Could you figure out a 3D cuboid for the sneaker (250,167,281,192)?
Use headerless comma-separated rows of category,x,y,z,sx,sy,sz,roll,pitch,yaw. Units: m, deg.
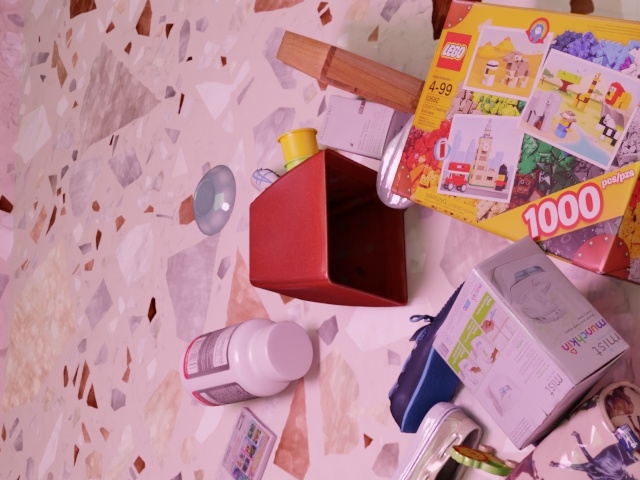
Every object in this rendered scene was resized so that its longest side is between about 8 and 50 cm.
sneaker,-0.101,-0.109,2.276,0.237,0.085,0.086,25,78,50

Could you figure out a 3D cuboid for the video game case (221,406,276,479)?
video game case,-0.169,0.492,2.250,0.143,0.019,0.157,32,104,50

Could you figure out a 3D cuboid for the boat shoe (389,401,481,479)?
boat shoe,0.192,0.442,1.741,0.094,0.109,0.302,29,100,49

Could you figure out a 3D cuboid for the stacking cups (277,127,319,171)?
stacking cups,-0.012,-0.089,2.138,0.096,0.096,0.316,-26,75,45

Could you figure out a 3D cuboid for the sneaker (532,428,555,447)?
sneaker,0.340,0.267,1.649,0.082,0.069,0.209,100,149,-58

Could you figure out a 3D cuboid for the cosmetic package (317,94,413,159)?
cosmetic package,0.100,-0.237,2.066,0.231,0.085,0.117,19,95,51

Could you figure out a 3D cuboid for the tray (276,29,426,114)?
tray,0.050,-0.346,1.956,0.411,0.203,0.076,-129,58,-69

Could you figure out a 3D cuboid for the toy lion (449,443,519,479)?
toy lion,0.276,0.379,1.656,0.100,0.096,0.034,23,98,48

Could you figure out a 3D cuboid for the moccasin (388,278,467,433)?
moccasin,0.205,0.198,1.770,0.342,0.138,0.117,-60,37,20

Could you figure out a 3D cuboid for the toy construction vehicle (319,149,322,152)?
toy construction vehicle,-0.013,-0.170,2.236,0.098,0.035,0.085,0,91,54

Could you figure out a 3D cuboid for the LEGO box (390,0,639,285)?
LEGO box,0.389,-0.175,1.596,0.500,0.193,0.372,26,101,51

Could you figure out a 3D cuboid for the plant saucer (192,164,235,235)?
plant saucer,-0.296,-0.111,2.566,0.195,0.037,0.194,-20,64,48

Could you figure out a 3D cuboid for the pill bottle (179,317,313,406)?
pill bottle,-0.167,0.273,2.180,0.319,0.176,0.176,-20,65,47

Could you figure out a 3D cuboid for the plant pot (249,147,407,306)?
plant pot,0.000,0.000,1.937,0.236,0.267,0.267,-13,69,36

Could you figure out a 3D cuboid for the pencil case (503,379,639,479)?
pencil case,0.372,0.407,1.479,0.410,0.160,0.183,-53,29,28

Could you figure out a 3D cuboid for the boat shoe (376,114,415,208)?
boat shoe,0.228,-0.209,1.880,0.121,0.119,0.335,33,101,19

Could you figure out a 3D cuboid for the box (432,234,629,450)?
box,0.315,0.167,1.503,0.231,0.127,0.262,50,153,22
